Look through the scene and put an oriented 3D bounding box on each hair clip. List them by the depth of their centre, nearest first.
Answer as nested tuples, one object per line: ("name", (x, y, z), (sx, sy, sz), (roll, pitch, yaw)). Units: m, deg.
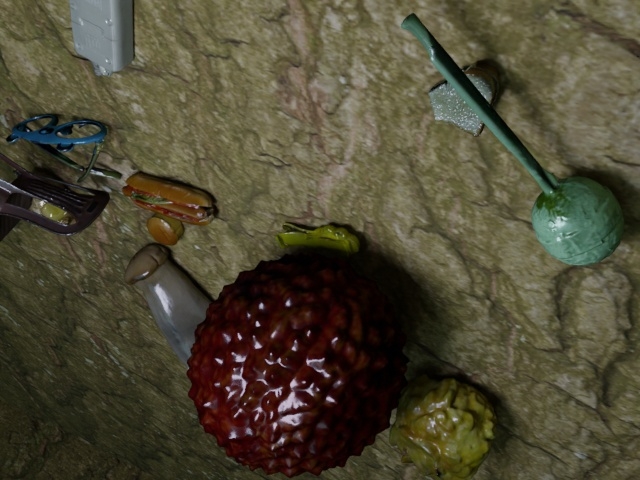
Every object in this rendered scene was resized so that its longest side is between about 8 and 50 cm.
("hair clip", (0.000, 0.000, 1.241), (0.173, 0.046, 0.072), (4, 142, 33))

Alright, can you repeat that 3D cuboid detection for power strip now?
("power strip", (-0.363, -0.409, 1.058), (0.098, 0.058, 0.338), (27, 140, 7))

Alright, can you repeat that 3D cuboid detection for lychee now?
("lychee", (-0.048, 0.246, 1.238), (0.424, 0.424, 0.500), (33, 137, 0))

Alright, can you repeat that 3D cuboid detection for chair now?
("chair", (-0.643, -0.074, 1.383), (0.326, 0.175, 0.183), (27, 126, -8))

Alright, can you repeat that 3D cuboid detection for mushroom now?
("mushroom", (-0.328, 0.194, 1.585), (0.407, 0.154, 0.137), (52, 178, -18))

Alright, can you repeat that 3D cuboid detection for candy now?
("candy", (0.260, -0.133, 0.868), (0.440, 0.119, 0.119), (45, 139, -17))

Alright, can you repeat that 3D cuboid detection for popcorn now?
("popcorn", (0.251, 0.411, 1.377), (0.233, 0.192, 0.266), (44, 129, -8))

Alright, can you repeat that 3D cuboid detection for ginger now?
("ginger", (-0.657, -0.096, 1.545), (0.157, 0.102, 0.216), (25, 150, 49))

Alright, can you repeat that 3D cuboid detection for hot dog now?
("hot dog", (-0.329, -0.086, 1.364), (0.236, 0.062, 0.092), (14, 140, 23))

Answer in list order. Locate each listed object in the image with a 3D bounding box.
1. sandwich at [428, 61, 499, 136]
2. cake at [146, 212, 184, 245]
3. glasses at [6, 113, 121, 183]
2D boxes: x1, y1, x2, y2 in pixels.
("sandwich", (0.201, -0.205, 0.902), (0.093, 0.036, 0.105), (26, 141, 8))
("cake", (-0.351, -0.027, 1.453), (0.084, 0.044, 0.084), (17, 137, 17))
("glasses", (-0.529, -0.199, 1.388), (0.239, 0.102, 0.207), (12, 164, 22))
